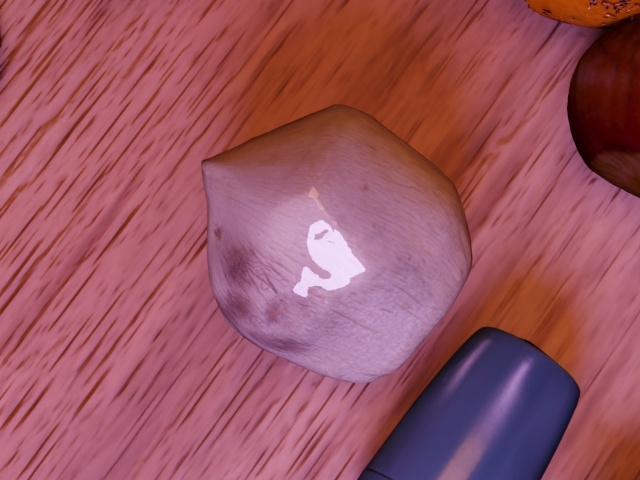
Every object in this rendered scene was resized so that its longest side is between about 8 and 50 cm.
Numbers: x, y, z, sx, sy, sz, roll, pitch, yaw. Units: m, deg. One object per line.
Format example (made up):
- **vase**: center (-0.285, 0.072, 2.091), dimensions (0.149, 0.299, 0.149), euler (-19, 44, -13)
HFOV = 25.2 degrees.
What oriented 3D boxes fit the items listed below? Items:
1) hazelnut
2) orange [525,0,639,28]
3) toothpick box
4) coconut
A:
- **hazelnut**: center (0.309, -0.101, 1.154), dimensions (0.201, 0.170, 0.160), euler (5, 39, -33)
- **orange**: center (0.223, -0.282, 1.154), dimensions (0.182, 0.234, 0.234), euler (-37, 77, -7)
- **toothpick box**: center (0.118, 0.162, 1.109), dimensions (0.120, 0.120, 0.184), euler (34, 77, 10)
- **coconut**: center (0.000, 0.000, 1.115), dimensions (0.224, 0.224, 0.224), euler (-1, 76, 2)
